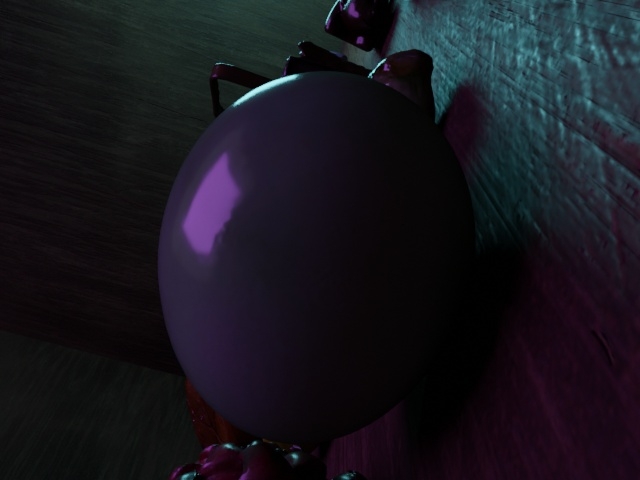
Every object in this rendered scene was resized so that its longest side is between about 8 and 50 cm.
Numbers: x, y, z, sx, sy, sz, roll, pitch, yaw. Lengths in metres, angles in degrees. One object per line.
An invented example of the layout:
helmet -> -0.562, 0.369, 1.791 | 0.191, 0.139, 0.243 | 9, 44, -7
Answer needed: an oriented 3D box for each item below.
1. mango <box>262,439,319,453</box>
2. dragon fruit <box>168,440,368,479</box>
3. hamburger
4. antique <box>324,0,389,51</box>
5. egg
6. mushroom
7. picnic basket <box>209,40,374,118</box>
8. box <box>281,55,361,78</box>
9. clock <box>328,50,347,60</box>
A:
mango -> -0.019, 0.195, 0.851 | 0.117, 0.089, 0.163 | 101, -166, -64
dragon fruit -> -0.047, 0.247, 0.484 | 0.198, 0.218, 0.273 | 67, 159, 9
hamburger -> -0.111, 0.258, 1.023 | 0.243, 0.138, 0.262 | 22, 121, 54
antique -> 0.094, -0.501, 1.471 | 0.143, 0.121, 0.257 | -62, 3, 23
egg -> -0.004, 0.016, 0.482 | 0.220, 0.220, 0.270 | -96, 15, -74
mushroom -> 0.065, -0.049, 0.720 | 0.100, 0.081, 0.312 | -150, 71, -87
picnic basket -> -0.068, -0.260, 1.387 | 0.254, 0.320, 0.292 | 118, 169, -80
box -> 0.003, -0.087, 0.897 | 0.153, 0.188, 0.253 | 126, 161, -80
clock -> 0.009, -0.316, 1.633 | 0.227, 0.090, 0.248 | 45, -113, -75
